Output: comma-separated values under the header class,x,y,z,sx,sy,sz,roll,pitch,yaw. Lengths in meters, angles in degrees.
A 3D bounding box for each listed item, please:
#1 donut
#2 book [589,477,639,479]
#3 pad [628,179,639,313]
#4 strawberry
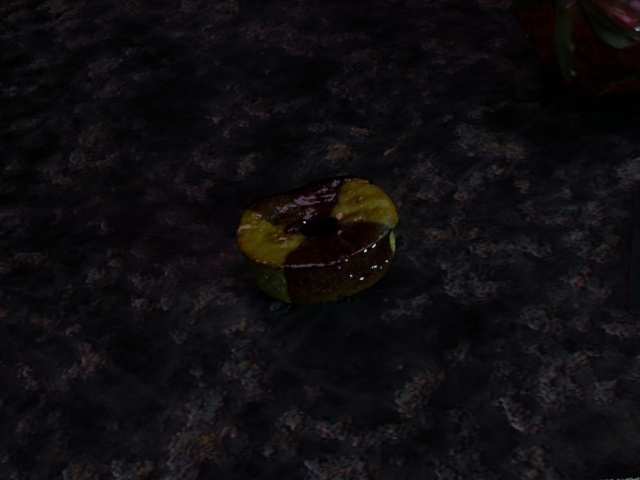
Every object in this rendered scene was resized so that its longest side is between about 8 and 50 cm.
class,x,y,z,sx,sy,sz,roll,pitch,yaw
donut,0.000,0.000,1.427,0.140,0.059,0.140,-8,34,5
book,0.220,0.236,1.049,0.170,0.018,0.242,-4,34,13
pad,0.314,0.000,1.378,0.116,0.004,0.193,-3,36,15
strawberry,0.299,-0.272,1.557,0.257,0.261,0.261,-20,33,-30
